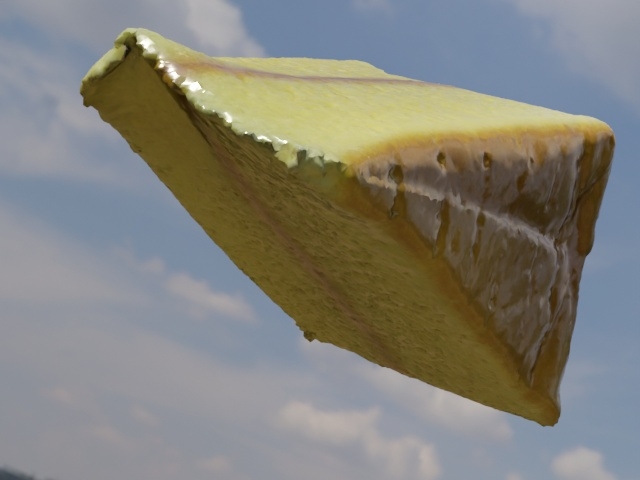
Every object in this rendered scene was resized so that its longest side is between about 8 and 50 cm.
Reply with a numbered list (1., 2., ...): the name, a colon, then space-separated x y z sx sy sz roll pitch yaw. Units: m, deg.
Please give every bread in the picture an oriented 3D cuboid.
1. bread: 0.000 0.000 0.970 0.233 0.244 0.362 19 15 33
